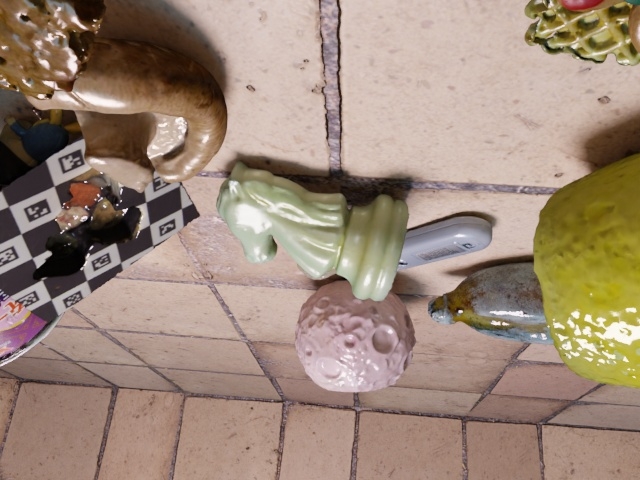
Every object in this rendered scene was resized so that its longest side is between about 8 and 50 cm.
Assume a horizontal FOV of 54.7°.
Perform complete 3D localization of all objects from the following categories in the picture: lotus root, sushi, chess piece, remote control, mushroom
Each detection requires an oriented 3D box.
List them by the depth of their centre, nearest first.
[{"bbox_3d":[-0.197,-0.158,0.722,0.151,0.156,0.285,-16,162,16],"label":"mushroom"},{"bbox_3d":[-0.376,-0.043,0.957,0.320,0.069,0.339,-38,158,-12],"label":"sushi"},{"bbox_3d":[-0.021,-0.016,0.979,0.298,0.176,0.176,15,155,-1],"label":"chess piece"},{"bbox_3d":[0.194,0.010,1.104,0.087,0.047,0.244,22,153,-37],"label":"remote control"},{"bbox_3d":[0.370,0.114,1.187,0.322,0.140,0.158,0,138,25],"label":"lotus root"}]

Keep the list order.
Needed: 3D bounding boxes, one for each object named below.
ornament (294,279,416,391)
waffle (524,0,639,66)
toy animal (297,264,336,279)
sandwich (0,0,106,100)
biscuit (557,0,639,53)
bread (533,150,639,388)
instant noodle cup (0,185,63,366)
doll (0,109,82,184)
[{"bbox_3d":[0.071,0.196,1.312,0.259,0.225,0.259,-2,176,0],"label":"ornament"},{"bbox_3d":[0.288,-0.228,0.573,0.183,0.036,0.169,9,153,-2],"label":"waffle"},{"bbox_3d":[0.000,0.000,1.107,0.098,0.137,0.098,13,-164,-4],"label":"toy animal"},{"bbox_3d":[-0.273,-0.259,0.366,0.325,0.262,0.131,19,147,-27],"label":"sandwich"},{"bbox_3d":[0.270,-0.243,0.472,0.197,0.049,0.301,-13,140,34],"label":"biscuit"},{"bbox_3d":[0.463,0.038,0.772,0.348,0.348,0.308,24,155,-35],"label":"bread"},{"bbox_3d":[-0.613,0.017,1.024,0.340,0.340,0.266,3,144,7],"label":"instant noodle cup"},{"bbox_3d":[-0.410,-0.140,0.880,0.179,0.089,0.102,-29,145,15],"label":"doll"}]
